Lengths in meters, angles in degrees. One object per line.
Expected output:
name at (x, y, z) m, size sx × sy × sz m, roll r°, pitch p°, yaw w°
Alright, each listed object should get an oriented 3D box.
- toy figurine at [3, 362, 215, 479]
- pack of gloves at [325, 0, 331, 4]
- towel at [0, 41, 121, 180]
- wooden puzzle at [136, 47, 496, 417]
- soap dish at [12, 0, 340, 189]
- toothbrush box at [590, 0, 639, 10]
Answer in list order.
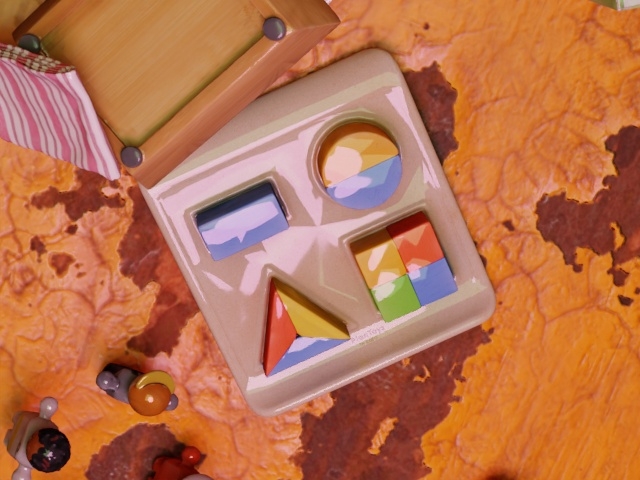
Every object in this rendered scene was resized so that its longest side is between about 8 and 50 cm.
toy figurine at (-0.235, 0.256, 1.780) m, size 0.213 × 0.148 × 0.209 m, roll -24°, pitch 105°, yaw -21°
pack of gloves at (-0.113, -0.283, 1.737) m, size 0.232 × 0.046 × 0.195 m, roll 35°, pitch 98°, yaw -12°
towel at (-0.300, -0.139, 1.675) m, size 0.029 × 0.197 × 0.144 m, roll -45°, pitch 134°, yaw -27°
wooden puzzle at (0.000, 0.000, 1.800) m, size 0.322 × 0.080 × 0.348 m, roll -24°, pitch 105°, yaw 2°
soap dish at (-0.162, -0.221, 1.671) m, size 0.291 × 0.118 × 0.229 m, roll -39°, pitch 94°, yaw 18°
toothbrush box at (0.311, -0.359, 1.633) m, size 0.122 × 0.283 × 0.206 m, roll -11°, pitch 105°, yaw -1°
